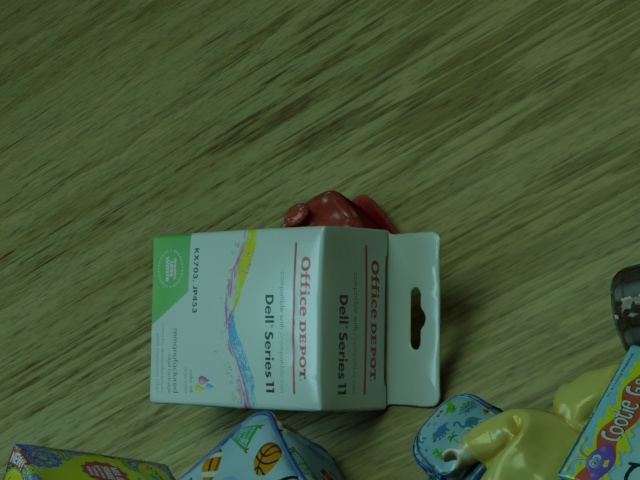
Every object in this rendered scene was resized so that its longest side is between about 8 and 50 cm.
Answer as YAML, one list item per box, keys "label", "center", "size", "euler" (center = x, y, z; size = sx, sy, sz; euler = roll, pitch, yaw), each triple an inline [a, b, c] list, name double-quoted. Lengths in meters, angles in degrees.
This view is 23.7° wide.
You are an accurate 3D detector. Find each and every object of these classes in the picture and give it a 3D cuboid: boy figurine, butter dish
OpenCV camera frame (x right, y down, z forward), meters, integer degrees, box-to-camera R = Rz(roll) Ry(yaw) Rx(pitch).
- label: "boy figurine"
  center: [0.202, 0.227, 1.428]
  size: [0.177, 0.092, 0.285]
  euler: [28, 71, 19]
- label: "butter dish"
  center: [0.000, 0.000, 1.854]
  size: [0.160, 0.118, 0.160]
  euler: [-41, 36, 4]

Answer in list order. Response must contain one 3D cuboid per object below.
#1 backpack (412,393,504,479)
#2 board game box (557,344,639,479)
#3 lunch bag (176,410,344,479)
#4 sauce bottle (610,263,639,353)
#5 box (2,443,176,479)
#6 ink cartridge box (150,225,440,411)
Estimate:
- label: "backpack"
  center: [0.147, 0.206, 1.528]
  size: [0.105, 0.084, 0.114]
  euler: [-46, 32, -8]
- label: "board game box"
  center: [0.363, 0.206, 1.263]
  size: [0.275, 0.144, 0.142]
  euler: [13, 64, 51]
- label: "lunch bag"
  center: [-0.072, 0.336, 1.587]
  size: [0.243, 0.115, 0.303]
  euler: [-44, 34, 9]
- label: "sauce bottle"
  center: [0.444, 0.031, 1.397]
  size: [0.344, 0.111, 0.111]
  euler: [-17, 43, 26]
- label: "box"
  center: [-0.223, 0.393, 1.482]
  size: [0.290, 0.177, 0.279]
  euler: [39, 113, 60]
- label: "ink cartridge box"
  center: [-0.035, 0.089, 1.726]
  size: [0.353, 0.119, 0.207]
  euler: [-4, 84, 42]
